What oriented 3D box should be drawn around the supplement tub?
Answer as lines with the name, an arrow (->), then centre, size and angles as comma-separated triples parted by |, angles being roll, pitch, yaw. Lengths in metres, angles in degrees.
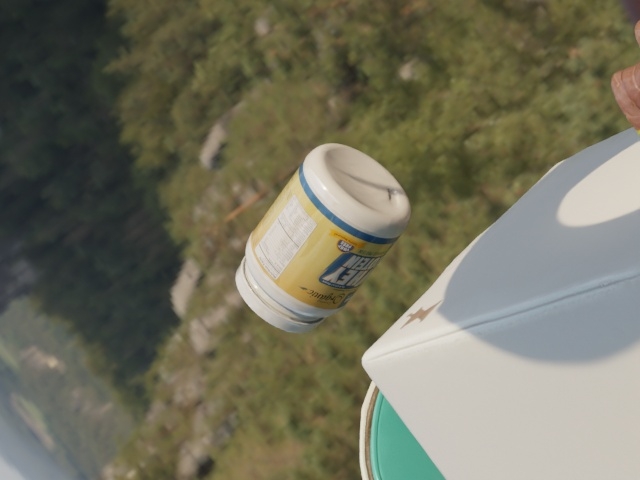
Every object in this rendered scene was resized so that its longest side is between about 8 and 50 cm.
supplement tub -> 0.000, 0.000, 1.503 | 0.144, 0.144, 0.200 | 46, 121, 17

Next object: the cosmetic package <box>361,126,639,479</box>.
cosmetic package -> 0.320, 0.127, 1.026 | 0.394, 0.329, 0.327 | 54, 145, -8

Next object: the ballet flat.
ballet flat -> 0.110, 0.309, 1.340 | 0.139, 0.139, 0.400 | 71, -174, -49

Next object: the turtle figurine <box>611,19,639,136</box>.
turtle figurine -> 0.286, -0.142, 0.792 | 0.087, 0.269, 0.217 | 33, 141, -23
